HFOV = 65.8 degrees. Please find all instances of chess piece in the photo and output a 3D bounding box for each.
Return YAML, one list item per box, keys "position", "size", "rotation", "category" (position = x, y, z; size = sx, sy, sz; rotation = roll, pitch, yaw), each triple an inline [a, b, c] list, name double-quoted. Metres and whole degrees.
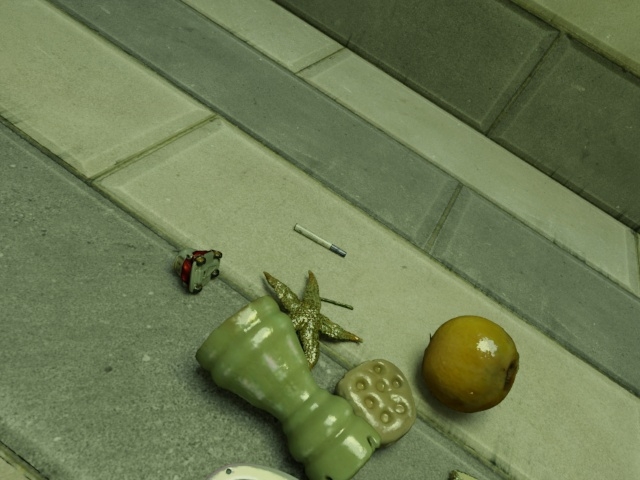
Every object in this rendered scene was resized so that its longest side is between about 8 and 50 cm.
- position: [-0.066, 0.360, 1.168]
  size: [0.442, 0.234, 0.234]
  rotation: [46, 43, 13]
  category: "chess piece"

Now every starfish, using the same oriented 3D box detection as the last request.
- position: [-0.062, 0.219, 1.413]
  size: [0.358, 0.078, 0.347]
  rotation: [45, 49, 11]
  category: "starfish"

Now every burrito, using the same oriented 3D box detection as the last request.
- position: [0.418, 0.647, 1.287]
  size: [0.186, 0.041, 0.045]
  rotation: [26, 23, -1]
  category: "burrito"

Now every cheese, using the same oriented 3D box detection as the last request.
- position: [0.139, 0.421, 1.295]
  size: [0.218, 0.117, 0.235]
  rotation: [26, 38, -1]
  category: "cheese"

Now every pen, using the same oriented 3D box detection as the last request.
- position: [0.000, 0.000, 1.713]
  size: [0.204, 0.025, 0.025]
  rotation: [30, 41, -1]
  category: "pen"

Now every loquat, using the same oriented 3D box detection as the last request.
- position: [0.422, 0.352, 1.427]
  size: [0.275, 0.275, 0.274]
  rotation: [16, 42, -15]
  category: "loquat"

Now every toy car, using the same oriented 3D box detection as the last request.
- position: [-0.353, 0.067, 1.391]
  size: [0.112, 0.112, 0.139]
  rotation: [24, 28, 17]
  category: "toy car"

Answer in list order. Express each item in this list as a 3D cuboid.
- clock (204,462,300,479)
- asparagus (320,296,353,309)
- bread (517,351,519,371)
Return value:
- position: [-0.134, 0.611, 0.956]
  size: [0.339, 0.102, 0.338]
  rotation: [16, 42, -15]
  category: "clock"
- position: [0.029, 0.190, 1.545]
  size: [0.166, 0.013, 0.016]
  rotation: [18, 10, -14]
  category: "asparagus"
- position: [0.544, 0.367, 1.615]
  size: [0.232, 0.088, 0.128]
  rotation: [15, 35, -9]
  category: "bread"
